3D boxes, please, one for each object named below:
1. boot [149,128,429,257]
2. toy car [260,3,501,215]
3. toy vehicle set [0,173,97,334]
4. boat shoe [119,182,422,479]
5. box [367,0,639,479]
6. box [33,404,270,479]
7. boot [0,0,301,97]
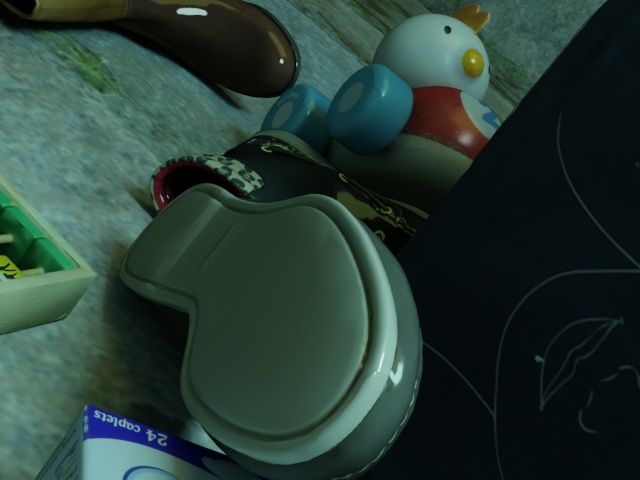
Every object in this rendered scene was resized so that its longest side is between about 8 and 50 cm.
[{"bbox_3d":[-0.002,0.001,0.758,0.236,0.085,0.179,36,21,14],"label":"boot"},{"bbox_3d":[0.106,-0.135,0.932,0.219,0.237,0.210,33,-19,-29],"label":"toy car"},{"bbox_3d":[-0.256,-0.049,0.503,0.267,0.035,0.166,43,20,14],"label":"toy vehicle set"},{"bbox_3d":[-0.017,0.041,0.500,0.095,0.112,0.335,41,-5,-23],"label":"boat shoe"},{"bbox_3d":[0.319,0.089,0.518,0.297,0.480,0.471,19,27,-43],"label":"box"},{"bbox_3d":[-0.048,0.147,0.371,0.126,0.072,0.137,26,23,-27],"label":"box"},{"bbox_3d":[-0.174,-0.220,0.935,0.264,0.096,0.280,43,21,14],"label":"boot"}]
